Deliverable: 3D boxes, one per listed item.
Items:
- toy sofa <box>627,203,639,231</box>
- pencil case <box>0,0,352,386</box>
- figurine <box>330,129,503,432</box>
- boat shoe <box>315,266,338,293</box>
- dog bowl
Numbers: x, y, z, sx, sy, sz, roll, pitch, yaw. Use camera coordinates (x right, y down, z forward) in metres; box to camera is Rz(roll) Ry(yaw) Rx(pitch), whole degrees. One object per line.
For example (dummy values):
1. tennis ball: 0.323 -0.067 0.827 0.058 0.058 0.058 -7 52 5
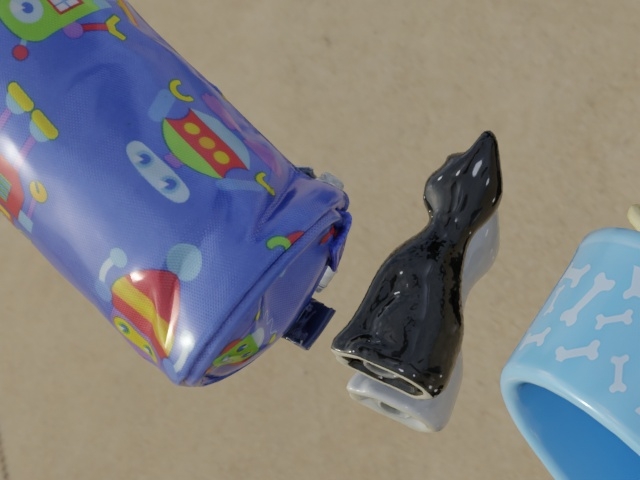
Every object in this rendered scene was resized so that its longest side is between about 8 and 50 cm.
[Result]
1. toy sofa: 0.436 -0.106 1.227 0.150 0.177 0.363 57 130 44
2. pencil case: -0.113 -0.064 0.731 0.306 0.119 0.133 44 65 12
3. figurine: 0.099 0.037 1.206 0.092 0.215 0.209 22 75 13
4. boat shoe: 0.000 0.000 1.212 0.035 0.035 0.100 -43 27 26
5. dog bowl: 0.185 0.129 0.632 0.074 0.297 0.166 -43 20 -13
